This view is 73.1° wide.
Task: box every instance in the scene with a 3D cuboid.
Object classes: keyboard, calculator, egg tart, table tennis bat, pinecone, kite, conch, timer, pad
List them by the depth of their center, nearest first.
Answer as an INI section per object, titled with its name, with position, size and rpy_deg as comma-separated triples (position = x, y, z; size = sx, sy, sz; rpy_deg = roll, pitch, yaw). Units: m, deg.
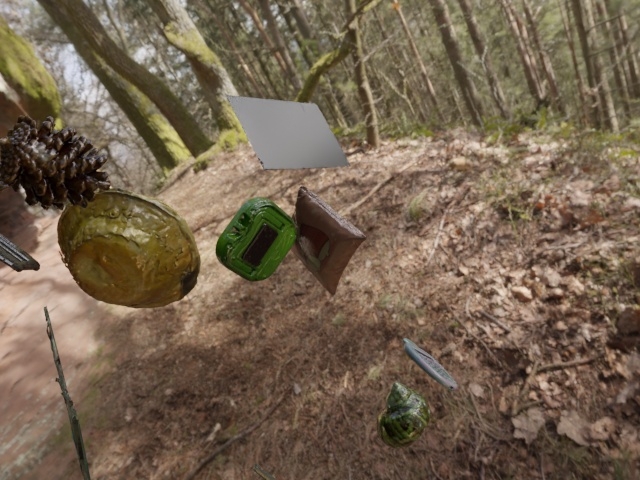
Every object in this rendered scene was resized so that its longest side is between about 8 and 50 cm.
[kite]
position = -0.410, 0.286, 0.706
size = 0.014, 0.368, 0.406
rpy_deg = -14, 0, -34
[keyboard]
position = -0.599, -0.031, 0.726
size = 0.016, 0.262, 0.106
rpy_deg = -51, 7, -7
[timer]
position = -0.109, 0.001, 0.756
size = 0.047, 0.128, 0.140
rpy_deg = 29, 82, 44
[pad]
position = -0.052, -0.205, 0.826
size = 0.243, 0.163, 0.004
rpy_deg = -13, -18, -47
[pinecone]
position = -0.547, -0.148, 0.898
size = 0.185, 0.212, 0.168
rpy_deg = -60, 33, 2
[egg tart]
position = -0.588, 0.055, 1.298
size = 0.443, 0.443, 0.178
rpy_deg = -24, 27, 17
[conch]
position = 0.243, 0.536, 1.326
size = 0.187, 0.124, 0.181
rpy_deg = -18, 57, 25
[calculator]
position = 0.417, 0.479, 1.685
size = 0.041, 0.185, 0.299
rpy_deg = -55, 31, 4
[table tennis bat]
position = -0.163, 0.970, 1.705
size = 0.021, 0.274, 0.154
rpy_deg = -45, 15, -6

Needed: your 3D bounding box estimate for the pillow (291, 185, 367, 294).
[pillow]
position = 0.000, 0.000, 1.116
size = 0.084, 0.223, 0.236
rpy_deg = -27, -26, -37
